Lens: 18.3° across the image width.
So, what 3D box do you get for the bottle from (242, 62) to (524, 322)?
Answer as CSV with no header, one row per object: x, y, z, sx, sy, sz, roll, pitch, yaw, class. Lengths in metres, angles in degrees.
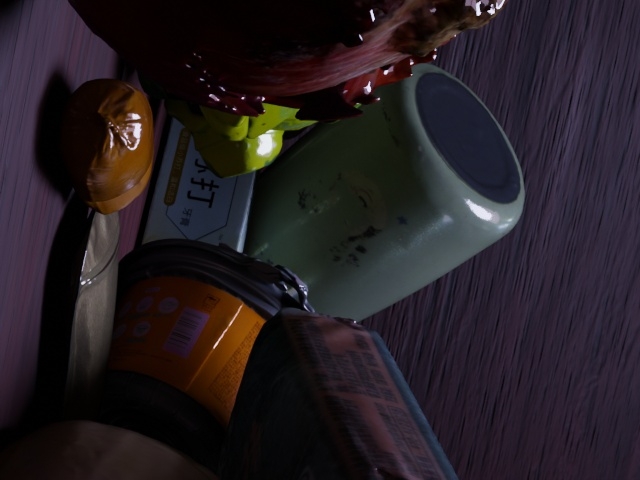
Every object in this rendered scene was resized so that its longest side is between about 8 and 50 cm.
-0.001,-0.001,1.704,0.347,0.168,0.168,-34,-155,30,bottle

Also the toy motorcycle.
-0.039,-0.129,1.400,0.342,0.206,0.142,161,-71,-75,toy motorcycle

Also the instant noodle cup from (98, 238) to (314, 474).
-0.096,0.105,1.420,0.125,0.177,0.208,-61,-179,-39,instant noodle cup

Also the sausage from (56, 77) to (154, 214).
-0.120,-0.053,1.124,0.062,0.054,0.183,-46,177,-6,sausage

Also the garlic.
-0.152,0.215,1.186,0.196,0.151,0.338,-47,172,-26,garlic

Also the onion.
-0.009,-0.188,0.895,0.276,0.276,0.276,12,90,-89,onion

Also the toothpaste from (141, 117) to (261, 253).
-0.092,-0.048,1.632,0.071,0.089,0.313,85,16,-71,toothpaste

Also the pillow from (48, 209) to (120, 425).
-0.150,0.064,1.266,0.130,0.033,0.217,-81,-179,-59,pillow

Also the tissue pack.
-0.001,0.199,1.227,0.316,0.103,0.228,-119,-137,-71,tissue pack

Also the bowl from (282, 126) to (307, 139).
0.042,-0.256,1.764,0.345,0.157,0.346,-179,-90,-74,bowl
